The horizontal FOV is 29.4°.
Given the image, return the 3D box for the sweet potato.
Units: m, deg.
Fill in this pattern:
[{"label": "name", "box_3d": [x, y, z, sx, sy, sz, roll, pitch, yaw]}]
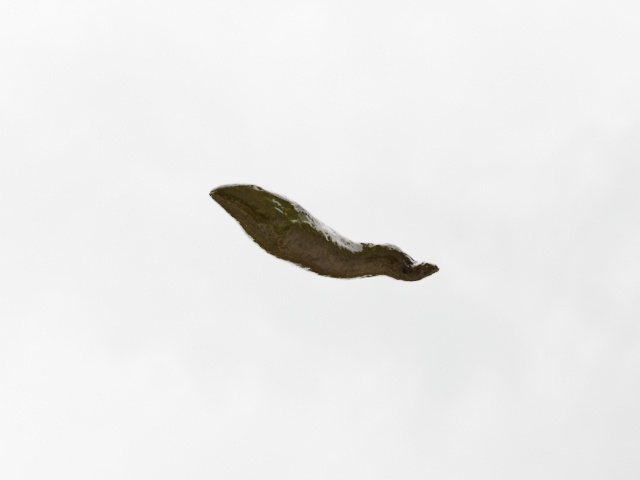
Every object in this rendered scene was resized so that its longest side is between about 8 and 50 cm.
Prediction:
[{"label": "sweet potato", "box_3d": [-0.002, 0.002, 0.743, 0.153, 0.038, 0.041, 21, -23, -22]}]
